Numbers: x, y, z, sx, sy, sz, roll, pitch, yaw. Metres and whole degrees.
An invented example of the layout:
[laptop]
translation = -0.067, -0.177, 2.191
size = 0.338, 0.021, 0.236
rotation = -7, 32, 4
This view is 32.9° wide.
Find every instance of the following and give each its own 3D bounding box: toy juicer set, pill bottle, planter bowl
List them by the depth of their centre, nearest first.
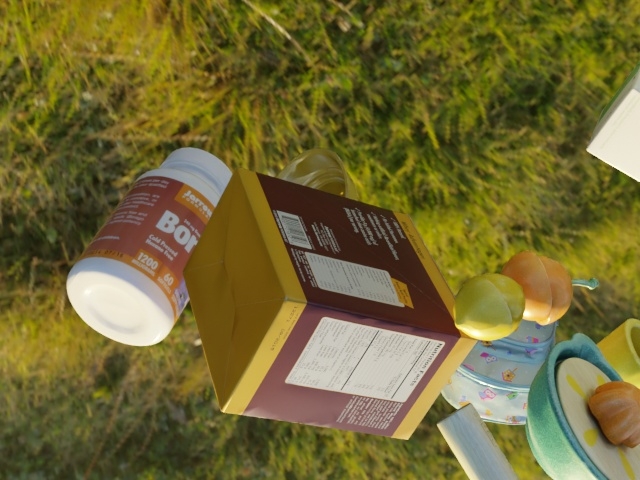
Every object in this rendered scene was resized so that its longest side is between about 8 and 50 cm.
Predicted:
[toy juicer set]
translation = 0.186, 0.115, 0.821
size = 0.089, 0.329, 0.209
rotation = -37, 101, 33
[pill bottle]
translation = -0.174, -0.001, 1.179
size = 0.121, 0.216, 0.121
rotation = 14, 137, 14
[planter bowl]
translation = 0.000, 0.000, 1.363
size = 0.090, 0.217, 0.217
rotation = 22, 113, -31

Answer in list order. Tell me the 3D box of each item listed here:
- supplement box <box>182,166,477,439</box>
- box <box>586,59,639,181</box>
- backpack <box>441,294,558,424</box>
[supplement box]
translation = 0.002, 0.057, 0.982
size = 0.194, 0.191, 0.129
rotation = 14, 121, -28
[box]
translation = 0.361, -0.127, 1.167
size = 0.102, 0.087, 0.101
rotation = 30, 136, 1
[backpack]
translation = 0.249, 0.159, 1.514
size = 0.166, 0.188, 0.144
rotation = 15, 131, 2
